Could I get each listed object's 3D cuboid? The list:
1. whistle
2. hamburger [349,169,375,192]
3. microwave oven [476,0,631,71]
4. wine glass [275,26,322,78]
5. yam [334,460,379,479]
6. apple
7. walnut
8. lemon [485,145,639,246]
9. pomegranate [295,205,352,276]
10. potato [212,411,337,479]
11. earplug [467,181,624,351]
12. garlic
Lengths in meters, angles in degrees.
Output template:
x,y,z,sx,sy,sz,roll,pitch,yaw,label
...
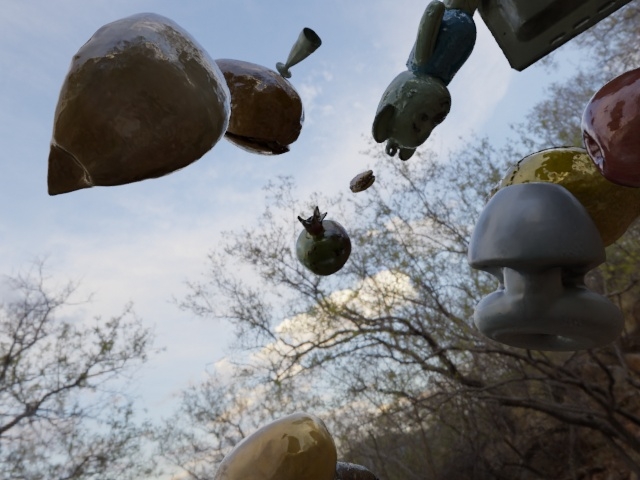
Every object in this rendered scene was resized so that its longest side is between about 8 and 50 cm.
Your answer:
x,y,z,sx,sy,sz,roll,pitch,yaw,label
0.133,-0.203,0.509,0.113,0.077,0.236,15,-77,-54,whistle
0.119,-0.167,1.287,0.076,0.044,0.083,-39,17,-17,hamburger
0.347,-0.553,0.735,0.236,0.432,0.374,-29,9,45,microwave oven
-0.072,-0.580,1.396,0.073,0.074,0.155,11,-32,-41,wine glass
0.042,0.439,0.806,0.079,0.079,0.141,-31,-42,18,yam
0.410,-0.142,0.579,0.119,0.154,0.153,-17,-29,20,apple
-0.187,-0.337,1.098,0.209,0.336,0.209,-54,-12,-17,walnut
0.437,-0.069,0.822,0.259,0.204,0.204,4,-22,26,lemon
0.000,-0.003,0.984,0.129,0.129,0.160,-18,-73,-4,pomegranate
-0.073,0.355,0.672,0.146,0.150,0.234,14,-54,-49,potato
0.340,0.064,0.699,0.213,0.175,0.326,-6,-56,31,earplug
-0.217,-0.183,0.540,0.196,0.339,0.151,-27,-55,4,garlic
